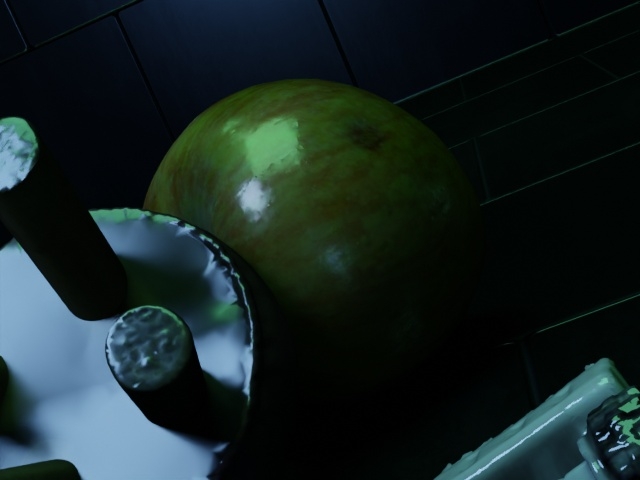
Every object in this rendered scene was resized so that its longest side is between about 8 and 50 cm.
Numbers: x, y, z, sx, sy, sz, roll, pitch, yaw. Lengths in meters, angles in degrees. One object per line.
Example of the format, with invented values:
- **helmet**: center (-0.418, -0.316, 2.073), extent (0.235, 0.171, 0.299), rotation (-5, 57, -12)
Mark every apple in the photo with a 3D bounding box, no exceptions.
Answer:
- **apple**: center (0.000, 0.000, 0.867), extent (0.264, 0.264, 0.264), rotation (-23, 11, 5)

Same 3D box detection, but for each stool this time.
- **stool**: center (-0.164, 0.080, 0.660), extent (0.272, 0.272, 0.178), rotation (-22, -27, 7)

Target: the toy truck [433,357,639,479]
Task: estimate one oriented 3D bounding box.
- **toy truck**: center (0.097, 0.135, 0.376), extent (0.136, 0.111, 0.286), rotation (-38, 5, 12)
